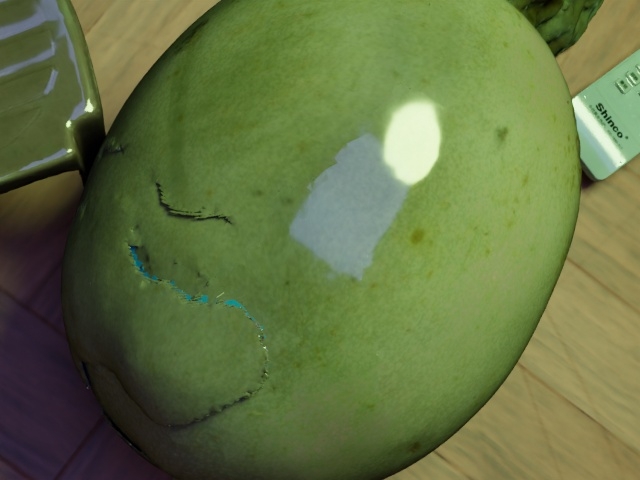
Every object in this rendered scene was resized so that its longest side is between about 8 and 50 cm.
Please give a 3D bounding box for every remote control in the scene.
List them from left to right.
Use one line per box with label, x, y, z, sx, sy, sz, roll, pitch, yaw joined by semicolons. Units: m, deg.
remote control;0.237;-0.107;0.914;0.162;0.029;0.061;-35;89;-21

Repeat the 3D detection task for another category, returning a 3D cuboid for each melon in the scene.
melon;0.000;0.000;0.719;0.268;0.268;0.330;31;80;-4

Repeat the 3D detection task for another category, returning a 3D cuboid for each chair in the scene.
chair;-0.214;-0.098;0.665;0.183;0.326;0.175;-20;84;-15

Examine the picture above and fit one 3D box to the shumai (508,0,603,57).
shumai;0.110;-0.220;0.821;0.256;0.218;0.189;-13;76;-17
